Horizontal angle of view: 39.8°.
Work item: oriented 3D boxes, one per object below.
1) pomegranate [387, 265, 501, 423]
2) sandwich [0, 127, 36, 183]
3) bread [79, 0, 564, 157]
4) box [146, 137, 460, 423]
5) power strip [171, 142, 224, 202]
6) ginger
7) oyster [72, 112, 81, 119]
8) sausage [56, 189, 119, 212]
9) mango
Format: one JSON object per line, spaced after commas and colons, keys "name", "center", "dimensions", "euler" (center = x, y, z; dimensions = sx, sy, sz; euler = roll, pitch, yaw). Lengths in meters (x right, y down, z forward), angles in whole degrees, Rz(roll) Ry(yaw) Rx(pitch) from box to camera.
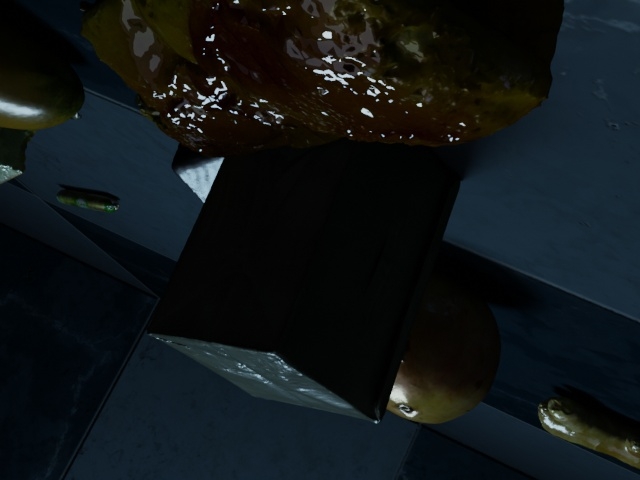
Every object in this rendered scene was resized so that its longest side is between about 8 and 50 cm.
{"name": "pomegranate", "center": [0.124, 0.120, 1.059], "dimensions": [0.191, 0.191, 0.191], "euler": [26, 167, 6]}
{"name": "sandwich", "center": [-0.516, -0.127, 1.264], "dimensions": [0.186, 0.220, 0.108], "euler": [16, 162, 40]}
{"name": "bread", "center": [-0.039, -0.121, 0.553], "dimensions": [0.185, 0.109, 0.380], "euler": [20, 172, -32]}
{"name": "box", "center": [-0.005, 0.011, 0.741], "dimensions": [0.155, 0.231, 0.149], "euler": [5, 155, 41]}
{"name": "power strip", "center": [-0.037, -0.035, 0.903], "dimensions": [0.105, 0.070, 0.256], "euler": [-15, 136, 32]}
{"name": "ginger", "center": [0.478, 0.316, 1.375], "dimensions": [0.299, 0.065, 0.118], "euler": [24, 171, 2]}
{"name": "oyster", "center": [-0.390, -0.187, 1.113], "dimensions": [0.163, 0.081, 0.191], "euler": [32, 170, -39]}
{"name": "sausage", "center": [-0.464, -0.080, 1.757], "dimensions": [0.033, 0.032, 0.269], "euler": [37, 163, -36]}
{"name": "mango", "center": [-0.371, -0.189, 0.964], "dimensions": [0.221, 0.120, 0.151], "euler": [24, 164, -29]}
